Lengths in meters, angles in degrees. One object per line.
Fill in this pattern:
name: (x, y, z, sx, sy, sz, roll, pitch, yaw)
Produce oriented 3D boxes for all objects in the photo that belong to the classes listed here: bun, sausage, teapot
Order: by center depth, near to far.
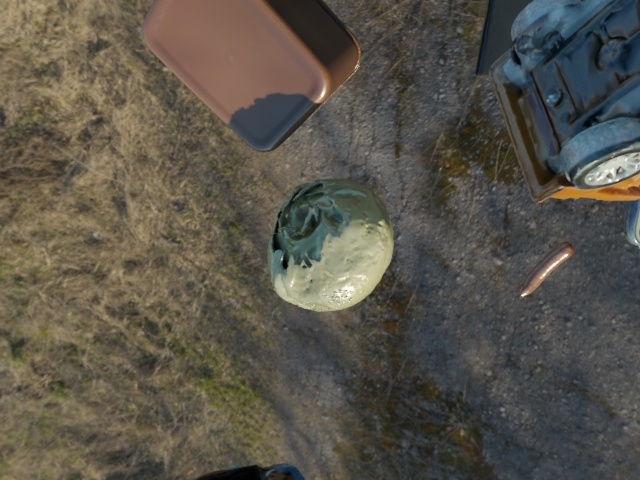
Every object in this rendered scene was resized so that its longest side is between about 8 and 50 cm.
teapot: (0.616, -0.031, 0.828, 0.111, 0.149, 0.108, 17, 98, 40)
bun: (0.000, 0.000, 0.829, 0.259, 0.260, 0.152, -5, 154, 34)
sausage: (0.558, 0.072, 1.155, 0.040, 0.047, 0.177, 25, 121, -15)

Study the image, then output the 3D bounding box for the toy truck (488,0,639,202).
toy truck: (0.336, -0.176, 0.330, 0.387, 0.206, 0.174, -40, 52, 53)

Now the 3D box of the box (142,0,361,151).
box: (-0.121, -0.370, 0.881, 0.339, 0.229, 0.239, 43, 125, -14)

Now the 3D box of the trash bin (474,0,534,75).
trash bin: (0.312, -0.363, 0.686, 0.115, 0.165, 0.226, 11, 114, 28)

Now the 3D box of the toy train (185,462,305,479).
toy train: (-0.104, 0.398, 0.466, 0.265, 0.187, 0.300, -51, 49, 37)
